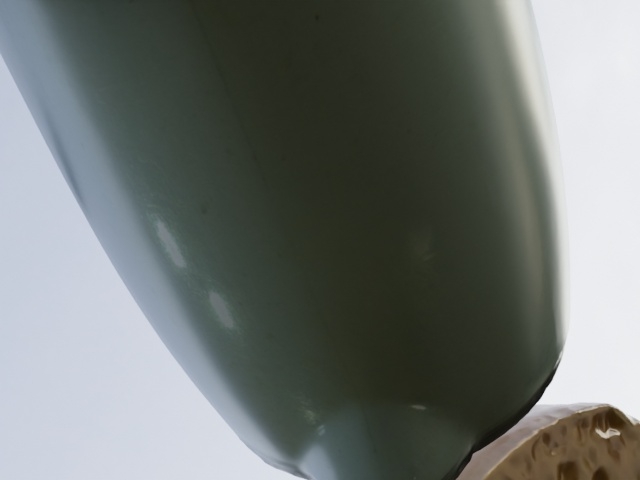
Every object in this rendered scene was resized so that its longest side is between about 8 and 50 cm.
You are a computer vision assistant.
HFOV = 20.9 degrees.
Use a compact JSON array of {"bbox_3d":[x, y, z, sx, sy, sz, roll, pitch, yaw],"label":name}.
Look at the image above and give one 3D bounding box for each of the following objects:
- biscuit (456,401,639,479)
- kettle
[{"bbox_3d":[0.105,0.246,0.744,0.057,0.351,0.312,-12,-10,42],"label":"biscuit"},{"bbox_3d":[-0.002,-0.055,0.588,0.161,0.221,0.236,-15,-52,10],"label":"kettle"}]
